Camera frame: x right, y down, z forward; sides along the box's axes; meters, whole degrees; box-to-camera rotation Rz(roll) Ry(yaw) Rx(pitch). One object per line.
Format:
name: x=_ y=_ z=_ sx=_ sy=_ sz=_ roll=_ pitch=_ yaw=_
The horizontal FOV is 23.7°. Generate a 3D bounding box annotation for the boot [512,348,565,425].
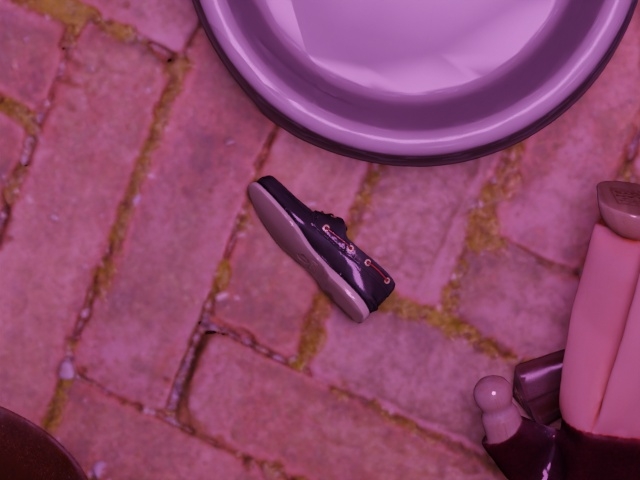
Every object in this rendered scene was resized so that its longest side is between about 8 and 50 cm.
boot: x=0.187 y=0.078 z=1.146 sx=0.114 sy=0.037 sz=0.106 roll=-24 pitch=100 yaw=10

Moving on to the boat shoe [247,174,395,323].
boat shoe: x=0.000 y=0.000 z=1.133 sx=0.133 sy=0.049 sz=0.042 roll=46 pitch=71 yaw=0

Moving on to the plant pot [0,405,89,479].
plant pot: x=-0.303 y=0.265 z=1.123 sx=0.215 sy=0.215 sz=0.230 roll=23 pitch=115 yaw=-3

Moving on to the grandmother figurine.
grandmother figurine: x=0.211 y=0.132 z=1.098 sx=0.208 sy=0.104 sz=0.342 roll=8 pitch=110 yaw=3

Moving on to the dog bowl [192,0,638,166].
dog bowl: x=0.065 y=-0.216 z=1.059 sx=0.349 sy=0.102 sz=0.349 roll=0 pitch=101 yaw=2
